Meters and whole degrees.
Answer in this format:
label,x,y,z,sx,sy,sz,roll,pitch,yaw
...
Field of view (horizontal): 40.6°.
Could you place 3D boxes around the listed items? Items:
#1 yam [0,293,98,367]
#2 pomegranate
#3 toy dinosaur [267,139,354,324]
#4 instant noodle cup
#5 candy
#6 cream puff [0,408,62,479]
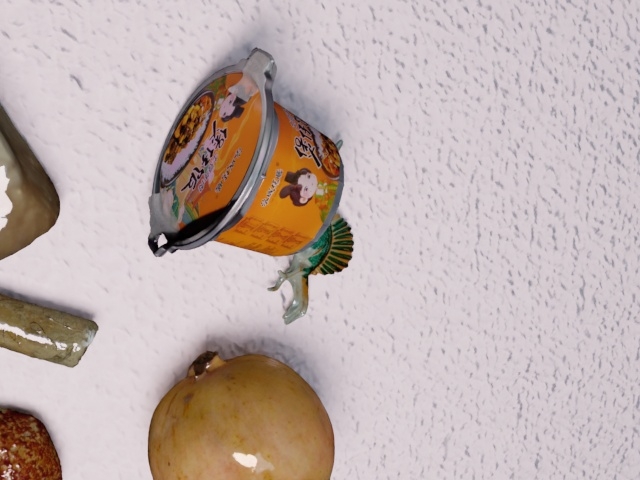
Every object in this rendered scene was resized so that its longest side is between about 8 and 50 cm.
label,x,y,z,sx,sy,sz,roll,pitch,yaw
yam,-0.287,0.084,0.839,0.132,0.054,0.054,22,99,-22
pomegranate,-0.081,0.206,0.872,0.191,0.191,0.191,-5,108,-16
toy dinosaur,-0.002,-0.002,0.910,0.106,0.044,0.187,38,80,-37
instant noodle cup,-0.059,-0.058,0.811,0.125,0.178,0.208,23,122,-36
candy,-0.322,-0.088,0.744,0.104,0.102,0.234,-31,114,-8
cream puff,-0.331,0.239,0.857,0.149,0.084,0.149,-5,107,-17
